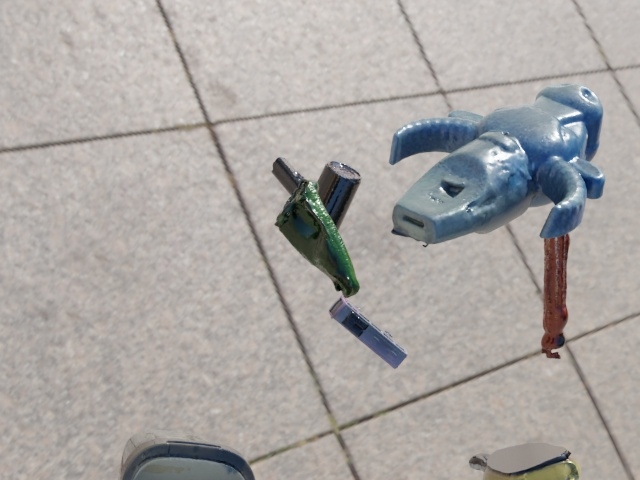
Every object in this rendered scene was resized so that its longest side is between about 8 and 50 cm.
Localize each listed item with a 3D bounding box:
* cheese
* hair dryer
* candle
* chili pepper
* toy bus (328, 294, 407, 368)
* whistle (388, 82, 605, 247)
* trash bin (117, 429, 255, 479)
[{"bbox_3d":[0.193,0.233,1.005,0.086,0.162,0.036,-16,89,-16],"label":"cheese"},{"bbox_3d":[-0.034,-0.107,2.120,0.089,0.197,0.251,5,29,-42],"label":"hair dryer"},{"bbox_3d":[0.449,0.095,1.875,0.051,0.329,0.048,0,36,11],"label":"candle"},{"bbox_3d":[-0.003,0.000,1.620,0.062,0.108,0.216,-14,70,-40],"label":"chili pepper"},{"bbox_3d":[0.070,0.136,1.450,0.130,0.052,0.037,40,95,-6],"label":"toy bus"},{"bbox_3d":[0.163,-0.066,0.854,0.180,0.093,0.269,29,42,33],"label":"whistle"},{"bbox_3d":[-0.241,0.427,1.632,0.219,0.250,0.219,12,87,-17],"label":"trash bin"}]
